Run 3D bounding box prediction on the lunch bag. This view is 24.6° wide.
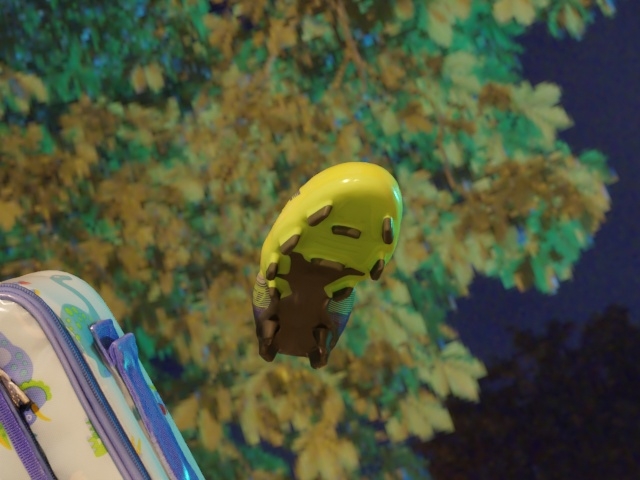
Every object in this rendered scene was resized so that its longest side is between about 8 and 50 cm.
[{"bbox_3d":[-0.145,0.133,0.710,0.176,0.219,0.090,-27,1,13],"label":"lunch bag"}]

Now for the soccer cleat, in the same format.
[{"bbox_3d":[-0.001,0.000,1.150,0.093,0.121,0.289,10,-28,-7],"label":"soccer cleat"}]
